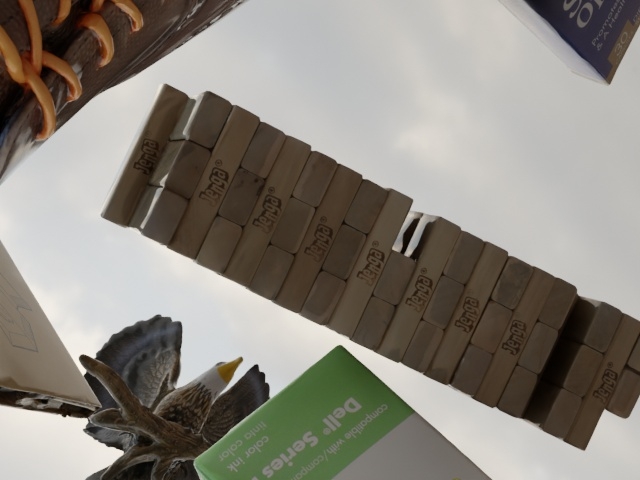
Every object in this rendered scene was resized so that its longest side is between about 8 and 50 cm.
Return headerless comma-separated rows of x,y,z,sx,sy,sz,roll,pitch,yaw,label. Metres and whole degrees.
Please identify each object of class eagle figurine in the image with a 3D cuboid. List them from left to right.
-0.173,0.210,1.445,0.298,0.225,0.226,-144,43,-87,eagle figurine

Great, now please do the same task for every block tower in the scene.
0.039,0.021,0.722,0.335,0.097,0.091,26,-94,-15,block tower

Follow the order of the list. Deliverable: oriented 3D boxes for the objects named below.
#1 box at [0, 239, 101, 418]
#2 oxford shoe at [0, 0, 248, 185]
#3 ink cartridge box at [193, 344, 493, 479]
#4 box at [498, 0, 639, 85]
-0.249,0.039,0.873,0.201,0.021,0.164,55,-175,18,box
-0.085,-0.077,0.374,0.132,0.364,0.130,56,175,45,oxford shoe
0.094,0.247,0.665,0.353,0.119,0.207,39,156,34,ink cartridge box
0.156,-0.186,0.699,0.036,0.136,0.225,30,-174,32,box
